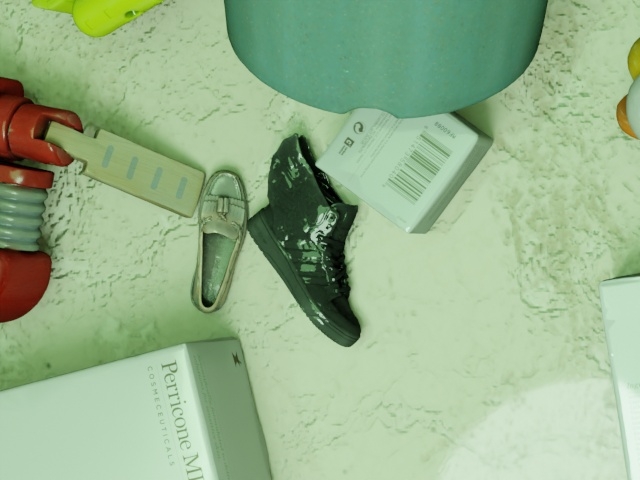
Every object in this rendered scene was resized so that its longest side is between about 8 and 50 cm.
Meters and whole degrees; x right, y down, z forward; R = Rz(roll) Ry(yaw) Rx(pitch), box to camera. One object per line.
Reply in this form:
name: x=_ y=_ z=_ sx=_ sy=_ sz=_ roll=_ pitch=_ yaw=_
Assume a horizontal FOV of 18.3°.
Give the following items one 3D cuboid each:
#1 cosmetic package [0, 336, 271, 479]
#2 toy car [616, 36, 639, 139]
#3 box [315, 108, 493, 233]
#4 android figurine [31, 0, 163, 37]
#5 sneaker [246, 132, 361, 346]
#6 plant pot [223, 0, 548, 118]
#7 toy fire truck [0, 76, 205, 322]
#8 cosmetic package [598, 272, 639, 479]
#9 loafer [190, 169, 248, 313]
cosmetic package: x=-0.235 y=0.218 z=1.693 sx=0.366 sy=0.155 sz=0.197 roll=-17 pitch=84 yaw=15
toy car: x=0.320 y=-0.090 z=1.571 sx=0.182 sy=0.159 sz=0.136 roll=24 pitch=130 yaw=12
box: x=0.071 y=-0.073 z=1.648 sx=0.102 sy=0.087 sz=0.101 roll=37 pitch=99 yaw=12
android figurine: x=-0.187 y=-0.294 z=1.676 sx=0.273 sy=0.056 sz=0.248 roll=-21 pitch=73 yaw=39
sneaker: x=0.001 y=0.000 z=1.685 sx=0.089 sy=0.051 sz=0.170 roll=-41 pitch=78 yaw=16
plant pot: x=0.053 y=-0.296 z=1.495 sx=0.341 sy=0.341 sz=0.334 roll=13 pitch=132 yaw=14
toy fire truck: x=-0.248 y=-0.027 z=1.713 sx=0.246 sy=0.158 sz=0.217 roll=10 pitch=93 yaw=24
cosmetic package: x=0.282 y=0.139 z=1.584 sx=0.085 sy=0.117 sz=0.231 roll=-8 pitch=90 yaw=13
loafer: x=-0.086 y=0.002 z=1.709 sx=0.045 sy=0.039 sz=0.125 roll=8 pitch=94 yaw=-5
